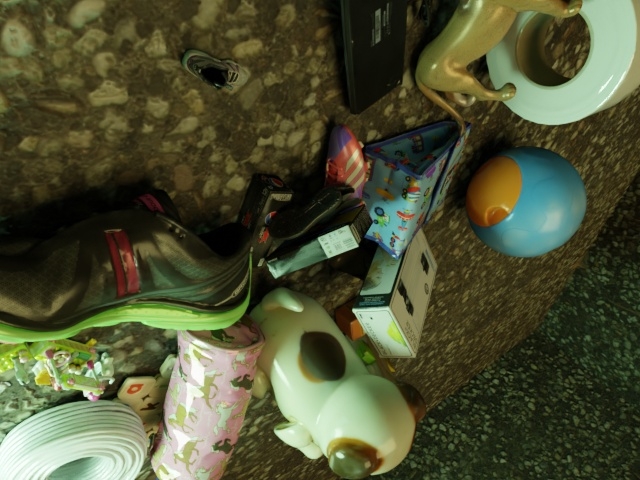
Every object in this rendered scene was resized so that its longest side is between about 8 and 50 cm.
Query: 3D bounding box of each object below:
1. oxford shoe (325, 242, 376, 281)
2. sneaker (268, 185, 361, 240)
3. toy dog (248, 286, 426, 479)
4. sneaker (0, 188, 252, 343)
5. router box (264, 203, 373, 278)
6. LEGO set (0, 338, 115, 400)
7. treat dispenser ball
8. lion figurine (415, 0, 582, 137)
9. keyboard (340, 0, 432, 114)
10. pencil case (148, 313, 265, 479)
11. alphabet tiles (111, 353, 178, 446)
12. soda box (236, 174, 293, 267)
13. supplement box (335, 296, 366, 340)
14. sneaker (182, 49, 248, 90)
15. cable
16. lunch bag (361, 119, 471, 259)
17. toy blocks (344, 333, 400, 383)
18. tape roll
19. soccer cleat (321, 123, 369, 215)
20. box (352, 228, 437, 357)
[{"bbox_3d":[0.102,0.058,1.118,0.227,0.096,0.082,11,120,-49],"label":"oxford shoe"},{"bbox_3d":[-0.008,-0.046,0.829,0.170,0.051,0.089,-33,167,2],"label":"sneaker"},{"bbox_3d":[0.027,0.305,1.003,0.285,0.408,0.395,-24,142,-39],"label":"toy dog"},{"bbox_3d":[-0.290,0.016,0.640,0.483,0.185,0.202,7,103,-53],"label":"sneaker"},{"bbox_3d":[0.000,0.000,0.870,0.179,0.046,0.133,-22,-168,24],"label":"router box"},{"bbox_3d":[-0.444,0.216,0.711,0.287,0.107,0.132,11,118,-50],"label":"LEGO set"},{"bbox_3d":[0.528,-0.100,1.216,0.288,0.288,0.288,-27,142,-24],"label":"treat dispenser ball"},{"bbox_3d":[0.264,-0.363,0.800,0.240,0.142,0.392,7,130,-24],"label":"lion figurine"},{"bbox_3d":[0.108,-0.352,0.713,0.202,0.033,0.317,-38,155,-13],"label":"keyboard"},{"bbox_3d":[-0.234,0.317,0.941,0.167,0.160,0.385,2,116,-40],"label":"pencil case"},{"bbox_3d":[-0.343,0.360,1.040,0.278,0.021,0.284,17,113,-51],"label":"alphabet tiles"},{"bbox_3d":[-0.111,-0.032,0.835,0.053,0.060,0.168,-2,128,-43],"label":"soda box"},{"bbox_3d":[0.157,0.183,1.313,0.234,0.078,0.080,-26,127,-25],"label":"supplement box"},{"bbox_3d":[-0.127,-0.214,0.617,0.098,0.069,0.038,-3,129,-44],"label":"sneaker"},{"bbox_3d":[-0.468,0.418,0.893,0.257,0.089,0.257,19,113,-42],"label":"cable"},{"bbox_3d":[0.221,-0.135,1.036,0.293,0.138,0.220,-35,146,-36],"label":"lunch bag"},{"bbox_3d":[0.073,0.425,1.291,0.261,0.381,0.190,-37,123,9],"label":"toy blocks"},{"bbox_3d":[0.457,-0.366,0.872,0.100,0.286,0.286,-23,140,-29],"label":"tape roll"},{"bbox_3d":[0.036,-0.107,0.894,0.095,0.083,0.248,-28,146,-14],"label":"soccer cleat"},{"bbox_3d":[0.182,0.106,1.079,0.169,0.087,0.290,61,38,-30],"label":"box"}]
